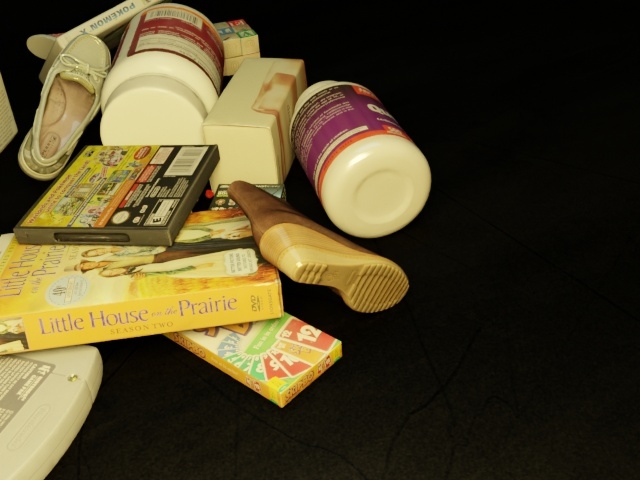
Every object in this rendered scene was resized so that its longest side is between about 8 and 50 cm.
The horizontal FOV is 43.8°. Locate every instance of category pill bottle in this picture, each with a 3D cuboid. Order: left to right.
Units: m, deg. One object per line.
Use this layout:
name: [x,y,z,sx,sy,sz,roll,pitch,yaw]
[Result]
pill bottle: [-0.305,-0.296,1.564,0.224,0.224,0.392,-4,36,-1]
pill bottle: [0.054,-0.157,1.372,0.182,0.181,0.323,-12,37,-11]

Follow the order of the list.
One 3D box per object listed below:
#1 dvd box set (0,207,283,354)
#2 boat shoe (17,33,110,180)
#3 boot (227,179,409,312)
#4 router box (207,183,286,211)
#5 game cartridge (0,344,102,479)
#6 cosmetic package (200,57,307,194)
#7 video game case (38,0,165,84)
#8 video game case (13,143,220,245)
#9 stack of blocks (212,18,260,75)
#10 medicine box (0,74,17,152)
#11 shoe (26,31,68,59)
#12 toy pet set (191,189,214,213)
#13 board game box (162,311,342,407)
dvd box set: [-0.278,0.046,1.166,0.421,0.062,0.307,-7,23,-6]
boat shoe: [-0.480,-0.267,1.528,0.118,0.103,0.320,29,65,-22]
boot: [0.000,0.000,1.143,0.248,0.090,0.207,19,23,-42]
router box: [-0.125,-0.059,1.374,0.123,0.038,0.092,1,35,6]
game cartridge: [-0.406,0.231,0.982,0.196,0.060,0.294,6,37,19]
cosmetic package: [-0.113,-0.219,1.502,0.129,0.153,0.296,4,37,11]
video game case: [-0.479,-0.464,1.789,0.300,0.036,0.329,-37,12,-22]
video game case: [-0.318,-0.079,1.289,0.248,0.035,0.274,1,34,11]
stack of blocks: [-0.295,-0.428,1.864,0.297,0.087,0.171,-15,37,-15]
medicine box: [-0.781,-0.305,1.561,0.264,0.289,0.149,0,36,6]
shoe: [-0.646,-0.499,2.023,0.178,0.063,0.081,6,35,5]
toy pet set: [-0.257,-0.052,1.379,0.114,0.065,0.122,28,36,-16]
board game box: [-0.108,0.131,1.112,0.260,0.039,0.124,22,41,35]
